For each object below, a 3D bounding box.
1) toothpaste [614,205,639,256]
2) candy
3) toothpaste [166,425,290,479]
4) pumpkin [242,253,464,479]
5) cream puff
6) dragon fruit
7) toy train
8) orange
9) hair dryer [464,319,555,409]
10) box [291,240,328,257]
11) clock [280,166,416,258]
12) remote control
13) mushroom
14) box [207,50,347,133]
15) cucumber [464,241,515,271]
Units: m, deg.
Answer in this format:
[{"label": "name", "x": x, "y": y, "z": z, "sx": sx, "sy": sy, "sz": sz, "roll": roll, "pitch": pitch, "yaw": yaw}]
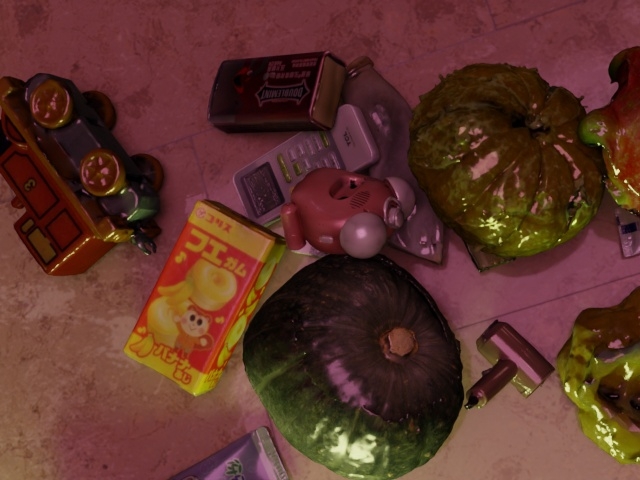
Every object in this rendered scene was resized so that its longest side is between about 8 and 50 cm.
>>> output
[{"label": "toothpaste", "x": 0.599, "y": -0.043, "z": 1.591, "sx": 0.314, "sy": 0.058, "sz": 0.056, "roll": -11, "pitch": 119, "yaw": 13}, {"label": "candy", "x": -0.178, "y": 0.087, "z": 1.686, "sx": 0.146, "sy": 0.088, "sz": 0.276, "roll": 27, "pitch": 96, "yaw": 15}, {"label": "toothpaste", "x": -0.228, "y": 0.422, "z": 1.684, "sx": 0.371, "sy": 0.080, "sz": 0.125, "roll": -24, "pitch": 75, "yaw": -1}, {"label": "pumpkin", "x": 0.059, "y": 0.180, "z": 1.559, "sx": 0.328, "sy": 0.257, "sz": 0.291, "roll": 45, "pitch": 57, "yaw": 3}, {"label": "cream puff", "x": 0.475, "y": 0.191, "z": 1.517, "sx": 0.282, "sy": 0.185, "sz": 0.282, "roll": -2, "pitch": 79, "yaw": 9}, {"label": "dragon fruit", "x": 0.490, "y": -0.141, "z": 1.508, "sx": 0.130, "sy": 0.295, "sz": 0.268, "roll": -20, "pitch": 73, "yaw": 49}, {"label": "toy train", "x": -0.400, "y": -0.098, "z": 1.736, "sx": 0.231, "sy": 0.163, "sz": 0.369, "roll": -41, "pitch": 78, "yaw": 12}, {"label": "orange", "x": 0.258, "y": -0.112, "z": 1.556, "sx": 0.301, "sy": 0.223, "sz": 0.300, "roll": 33, "pitch": 48, "yaw": -5}, {"label": "hair dryer", "x": 0.255, "y": 0.195, "z": 1.569, "sx": 0.117, "sy": 0.182, "sz": 0.064, "roll": 44, "pitch": 130, "yaw": 13}, {"label": "box", "x": 0.000, "y": 0.000, "z": 1.711, "sx": 0.083, "sy": 0.024, "sz": 0.054, "roll": 10, "pitch": 83, "yaw": 12}, {"label": "clock", "x": 0.044, "y": -0.046, "z": 1.554, "sx": 0.162, "sy": 0.166, "sz": 0.092, "roll": 9, "pitch": 125, "yaw": 27}, {"label": "remote control", "x": -0.026, "y": -0.113, "z": 1.682, "sx": 0.250, "sy": 0.034, "sz": 0.103, "roll": -28, "pitch": 78, "yaw": 30}, {"label": "mushroom", "x": 0.113, "y": -0.123, "z": 1.674, "sx": 0.109, "sy": 0.097, "sz": 0.351, "roll": -19, "pitch": 75, "yaw": 12}, {"label": "box", "x": -0.069, "y": -0.228, "z": 1.680, "sx": 0.224, "sy": 0.069, "sz": 0.120, "roll": 6, "pitch": 76, "yaw": 41}, {"label": "cucumber", "x": 0.247, "y": -0.006, "z": 1.660, "sx": 0.067, "sy": 0.035, "sz": 0.107, "roll": -20, "pitch": 78, "yaw": -11}]
